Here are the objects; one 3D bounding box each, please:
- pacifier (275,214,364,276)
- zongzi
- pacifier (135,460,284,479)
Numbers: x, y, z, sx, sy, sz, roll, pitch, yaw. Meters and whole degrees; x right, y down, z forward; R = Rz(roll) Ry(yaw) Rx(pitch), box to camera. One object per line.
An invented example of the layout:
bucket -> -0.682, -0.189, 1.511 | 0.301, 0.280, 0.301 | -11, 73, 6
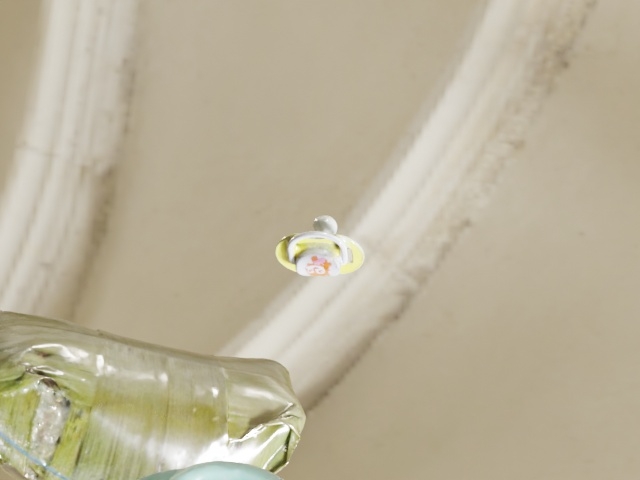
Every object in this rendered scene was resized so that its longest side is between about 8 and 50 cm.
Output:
pacifier -> 0.000, 0.000, 1.626 | 0.083, 0.068, 0.064 | 0, -130, 9
zongzi -> -0.220, 0.249, 1.665 | 0.160, 0.323, 0.360 | -97, -155, -61
pacifier -> -0.050, 0.183, 0.906 | 0.150, 0.116, 0.127 | 25, -107, 23
